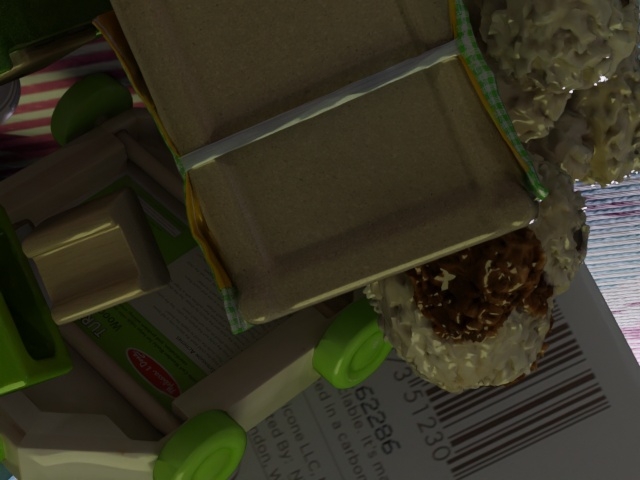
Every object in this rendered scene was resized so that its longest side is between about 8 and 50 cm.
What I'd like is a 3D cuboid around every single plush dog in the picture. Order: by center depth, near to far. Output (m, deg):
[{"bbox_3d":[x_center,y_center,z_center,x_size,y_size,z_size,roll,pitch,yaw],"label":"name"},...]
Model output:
[{"bbox_3d":[0.076,-0.030,0.894,0.211,0.225,0.262,-3,165,13],"label":"plush dog"}]

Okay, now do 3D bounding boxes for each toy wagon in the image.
[{"bbox_3d":[-0.135,0.042,0.960,0.344,0.267,0.068,-35,149,-27],"label":"toy wagon"}]

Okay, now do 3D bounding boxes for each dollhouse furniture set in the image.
[{"bbox_3d":[-0.053,-0.065,0.814,0.302,0.197,0.151,-20,-172,17],"label":"dollhouse furniture set"}]

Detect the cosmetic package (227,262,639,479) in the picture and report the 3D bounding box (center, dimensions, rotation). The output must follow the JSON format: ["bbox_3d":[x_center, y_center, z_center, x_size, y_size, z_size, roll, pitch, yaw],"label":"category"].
[{"bbox_3d":[0.067,0.156,1.217,0.327,0.329,0.393,-27,161,2],"label":"cosmetic package"}]

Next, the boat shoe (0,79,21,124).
[{"bbox_3d":[-0.280,-0.089,1.013,0.184,0.066,0.063,-2,155,13],"label":"boat shoe"}]

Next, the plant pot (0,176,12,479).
[{"bbox_3d":[-0.278,0.058,1.225,0.195,0.290,0.290,-23,162,5],"label":"plant pot"}]
